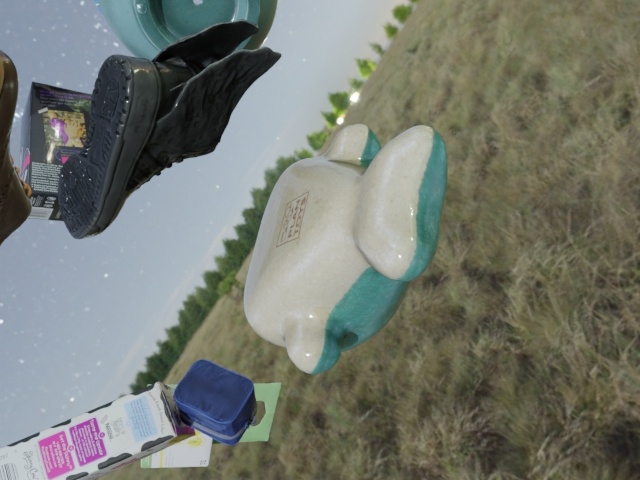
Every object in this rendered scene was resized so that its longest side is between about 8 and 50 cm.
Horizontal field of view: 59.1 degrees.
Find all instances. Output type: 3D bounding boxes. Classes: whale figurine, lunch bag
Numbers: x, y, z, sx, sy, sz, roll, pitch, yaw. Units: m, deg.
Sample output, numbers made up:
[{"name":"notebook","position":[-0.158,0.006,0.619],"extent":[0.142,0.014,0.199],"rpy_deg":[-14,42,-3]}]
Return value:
[{"name":"whale figurine","position":[0.034,0.007,0.467],"extent":[0.272,0.141,0.216],"rpy_deg":[-30,44,63]},{"name":"lunch bag","position":[-0.122,0.198,0.681],"extent":[0.067,0.099,0.065],"rpy_deg":[-53,-24,-39]}]

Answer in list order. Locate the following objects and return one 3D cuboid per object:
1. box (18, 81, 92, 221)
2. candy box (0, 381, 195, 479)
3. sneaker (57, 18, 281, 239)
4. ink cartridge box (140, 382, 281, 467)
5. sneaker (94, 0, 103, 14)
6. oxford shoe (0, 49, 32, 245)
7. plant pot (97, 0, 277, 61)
[{"name":"box","position":[-0.605,-0.195,1.294],"extent":[0.165,0.143,0.270],"rpy_deg":[-30,61,50]},{"name":"candy box","position":[-0.285,0.259,0.700],"extent":[0.234,0.071,0.159],"rpy_deg":[-22,-16,-10]},{"name":"sneaker","position":[-0.101,-0.064,0.358],"extent":[0.089,0.051,0.170],"rpy_deg":[-14,-28,-46]},{"name":"ink cartridge box","position":[-0.195,0.331,1.009],"extent":[0.056,0.235,0.171],"rpy_deg":[-107,25,-54]},{"name":"sneaker","position":[-0.445,-0.510,1.127],"extent":[0.091,0.240,0.126],"rpy_deg":[-79,7,-67]},{"name":"oxford shoe","position":[-0.416,-0.085,0.675],"extent":[0.363,0.130,0.133],"rpy_deg":[-47,-16,32]},{"name":"plant pot","position":[-0.193,-0.373,0.851],"extent":[0.293,0.293,0.196],"rpy_deg":[-55,30,18]}]
